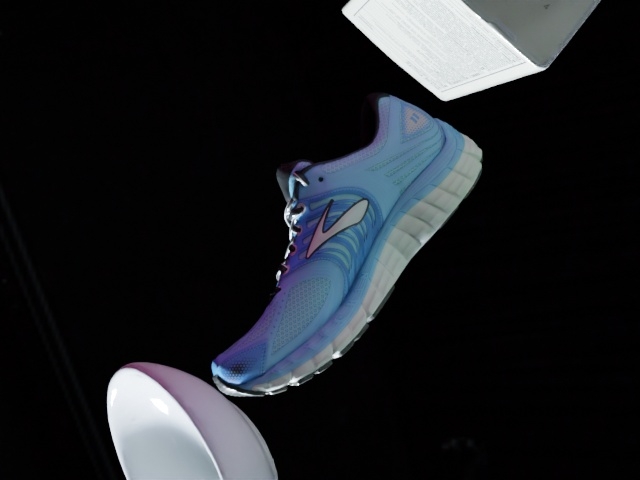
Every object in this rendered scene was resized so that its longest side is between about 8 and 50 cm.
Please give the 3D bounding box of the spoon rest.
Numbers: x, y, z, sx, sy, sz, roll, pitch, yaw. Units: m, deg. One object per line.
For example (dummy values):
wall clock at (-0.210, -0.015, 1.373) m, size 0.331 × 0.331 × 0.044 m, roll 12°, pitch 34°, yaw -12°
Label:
spoon rest at (-0.040, 0.187, 0.532) m, size 0.084 × 0.137 × 0.276 m, roll -30°, pitch -99°, yaw -35°

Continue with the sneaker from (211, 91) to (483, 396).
sneaker at (0.000, 0.000, 0.448) m, size 0.073 × 0.063 × 0.162 m, roll 40°, pitch -106°, yaw -7°

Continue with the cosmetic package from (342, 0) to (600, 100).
cosmetic package at (0.132, -0.228, 0.876) m, size 0.153 × 0.296 × 0.129 m, roll 39°, pitch -92°, yaw -9°
